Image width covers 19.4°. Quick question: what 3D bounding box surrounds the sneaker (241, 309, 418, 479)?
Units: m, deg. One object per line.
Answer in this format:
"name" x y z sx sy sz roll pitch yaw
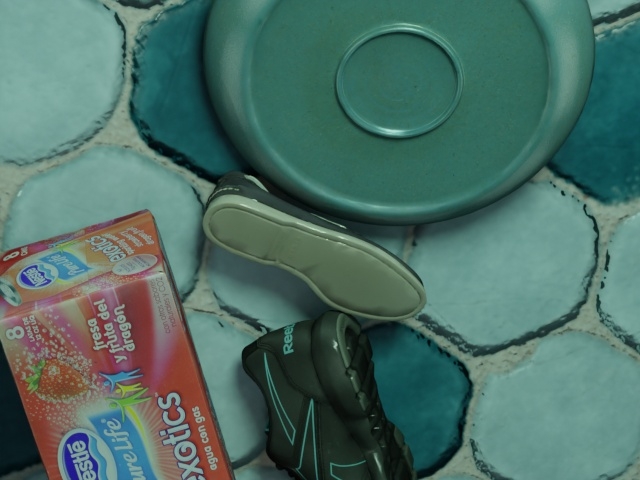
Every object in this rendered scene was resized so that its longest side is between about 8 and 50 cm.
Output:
"sneaker" 0.016 0.183 1.646 0.106 0.101 0.267 -13 112 17

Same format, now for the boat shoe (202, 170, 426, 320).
"boat shoe" 0.000 0.000 1.572 0.206 0.065 0.075 25 127 -14

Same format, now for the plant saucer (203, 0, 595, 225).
"plant saucer" 0.063 -0.135 1.499 0.317 0.044 0.318 1 124 1

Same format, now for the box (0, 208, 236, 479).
"box" -0.161 0.147 1.559 0.142 0.154 0.300 -16 114 -3
